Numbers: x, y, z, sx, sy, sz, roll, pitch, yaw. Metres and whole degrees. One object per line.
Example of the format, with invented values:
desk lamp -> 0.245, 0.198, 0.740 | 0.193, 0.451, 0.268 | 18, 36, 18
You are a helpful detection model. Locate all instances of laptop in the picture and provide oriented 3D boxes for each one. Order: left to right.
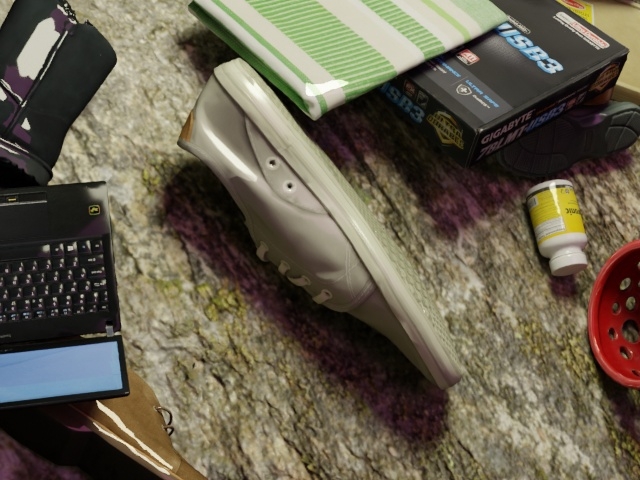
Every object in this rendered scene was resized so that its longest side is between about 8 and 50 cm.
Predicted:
laptop -> -0.308, 0.048, 1.098 | 0.234, 0.136, 0.264 | -5, 69, -11

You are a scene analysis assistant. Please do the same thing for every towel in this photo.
towel -> 0.034, -0.279, 1.424 | 0.325, 0.038, 0.248 | -30, 61, -33

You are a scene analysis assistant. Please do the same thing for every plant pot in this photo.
plant pot -> 0.463, 0.101, 1.481 | 0.174, 0.191, 0.191 | 9, 64, -33

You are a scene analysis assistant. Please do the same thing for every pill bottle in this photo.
pill bottle -> 0.311, -0.015, 1.524 | 0.065, 0.065, 0.116 | 0, 69, -27

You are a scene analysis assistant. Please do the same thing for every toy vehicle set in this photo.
toy vehicle set -> 0.360, -0.308, 1.700 | 0.267, 0.035, 0.166 | 16, 61, -20

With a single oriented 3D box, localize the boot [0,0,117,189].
boot -> -0.356, -0.187, 1.238 | 0.246, 0.094, 0.207 | 30, 61, -20

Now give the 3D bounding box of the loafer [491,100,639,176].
loafer -> 0.321, -0.149, 1.592 | 0.267, 0.096, 0.084 | -10, 32, -32

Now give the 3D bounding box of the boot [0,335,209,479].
boot -> -0.169, 0.205, 1.159 | 0.305, 0.112, 0.115 | 38, 46, -5

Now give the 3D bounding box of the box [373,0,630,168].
box -> 0.191, -0.251, 1.499 | 0.293, 0.073, 0.295 | -29, 58, -31

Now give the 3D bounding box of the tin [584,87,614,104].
tin -> 0.308, -0.217, 1.588 | 0.190, 0.040, 0.106 | 2, 28, -12

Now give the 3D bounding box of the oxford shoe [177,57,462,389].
oxford shoe -> 0.000, 0.000, 1.329 | 0.130, 0.169, 0.449 | -39, 98, 6
